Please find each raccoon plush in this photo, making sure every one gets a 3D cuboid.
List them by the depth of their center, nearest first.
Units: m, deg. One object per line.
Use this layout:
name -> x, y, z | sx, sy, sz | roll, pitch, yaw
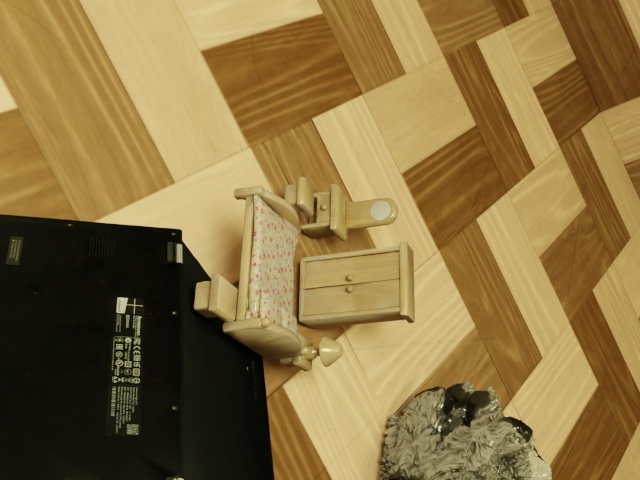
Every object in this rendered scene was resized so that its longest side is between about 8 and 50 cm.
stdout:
raccoon plush -> 0.199, 0.440, 1.247 | 0.446, 0.216, 0.299 | -39, 120, -16

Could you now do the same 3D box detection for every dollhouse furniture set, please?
dollhouse furniture set -> 0.000, 0.000, 1.061 | 0.355, 0.173, 0.303 | 46, 41, -59

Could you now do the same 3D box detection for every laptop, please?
laptop -> -0.226, 0.196, 0.876 | 0.407, 0.236, 0.382 | 5, 45, -16
